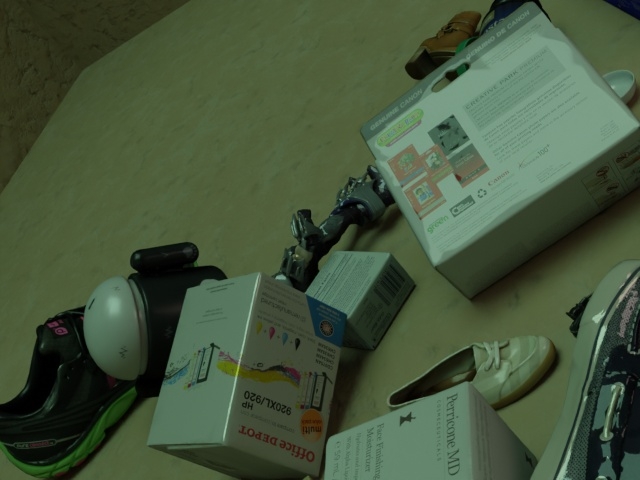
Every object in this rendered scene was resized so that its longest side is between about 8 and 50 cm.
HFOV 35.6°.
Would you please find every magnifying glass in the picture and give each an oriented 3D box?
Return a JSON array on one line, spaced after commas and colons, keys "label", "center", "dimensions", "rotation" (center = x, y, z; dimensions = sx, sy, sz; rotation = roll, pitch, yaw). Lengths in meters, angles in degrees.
[{"label": "magnifying glass", "center": [0.300, -0.343, 1.756], "dimensions": [0.026, 0.092, 0.231], "rotation": [-18, 26, 44]}]

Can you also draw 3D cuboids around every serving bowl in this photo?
[{"label": "serving bowl", "center": [0.424, -0.211, 1.454], "dimensions": [0.083, 0.027, 0.083], "rotation": [-31, 30, 20]}]

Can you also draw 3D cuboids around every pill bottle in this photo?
[{"label": "pill bottle", "center": [0.321, -0.319, 1.639], "dimensions": [0.123, 0.123, 0.219], "rotation": [-26, 32, 29]}]

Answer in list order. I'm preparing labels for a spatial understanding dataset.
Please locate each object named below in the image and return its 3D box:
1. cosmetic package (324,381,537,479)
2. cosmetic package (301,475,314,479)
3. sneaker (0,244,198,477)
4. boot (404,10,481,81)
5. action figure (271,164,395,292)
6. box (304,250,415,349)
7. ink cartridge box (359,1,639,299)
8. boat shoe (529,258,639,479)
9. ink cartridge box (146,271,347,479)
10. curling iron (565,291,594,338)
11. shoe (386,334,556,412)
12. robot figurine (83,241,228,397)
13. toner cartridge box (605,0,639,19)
[{"label": "cosmetic package", "center": [0.117, 0.272, 1.031], "dimensions": [0.184, 0.151, 0.151], "rotation": [-28, 32, 25]}, {"label": "cosmetic package", "center": [-0.009, 0.345, 1.209], "dimensions": [0.060, 0.041, 0.115], "rotation": [-42, 28, 0]}, {"label": "sneaker", "center": [-0.387, 0.187, 1.747], "dimensions": [0.483, 0.202, 0.185], "rotation": [-53, 30, -19]}, {"label": "boot", "center": [0.258, -0.369, 1.851], "dimensions": [0.152, 0.073, 0.197], "rotation": [-48, 30, -19]}, {"label": "action figure", "center": [0.000, 0.000, 1.596], "dimensions": [0.285, 0.099, 0.185], "rotation": [-44, -8, -25]}, {"label": "box", "center": [0.048, 0.086, 1.471], "dimensions": [0.137, 0.072, 0.126], "rotation": [2, 51, 52]}, {"label": "ink cartridge box", "center": [0.246, -0.125, 1.350], "dimensions": [0.309, 0.130, 0.272], "rotation": [-35, 54, 13]}, {"label": "boat shoe", "center": [0.325, 0.170, 0.965], "dimensions": [0.158, 0.127, 0.340], "rotation": [1, 57, 44]}, {"label": "ink cartridge box", "center": [-0.095, 0.189, 1.341], "dimensions": [0.168, 0.171, 0.232], "rotation": [-14, 57, 45]}, {"label": "curling iron", "center": [0.284, 0.163, 1.098], "dimensions": [0.068, 0.035, 0.274], "rotation": [-19, 35, 44]}, {"label": "shoe", "center": [0.178, 0.168, 1.199], "dimensions": [0.219, 0.058, 0.076], "rotation": [-31, 30, 21]}, {"label": "robot figurine", "center": [-0.237, 0.129, 1.595], "dimensions": [0.173, 0.278, 0.209], "rotation": [128, 131, -58]}, {"label": "toner cartridge box", "center": [0.472, -0.449, 1.585], "dimensions": [0.075, 0.165, 0.348], "rotation": [-37, 29, 8]}]
